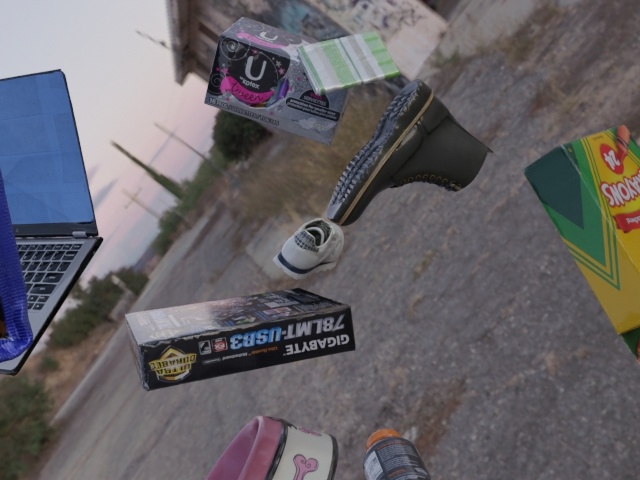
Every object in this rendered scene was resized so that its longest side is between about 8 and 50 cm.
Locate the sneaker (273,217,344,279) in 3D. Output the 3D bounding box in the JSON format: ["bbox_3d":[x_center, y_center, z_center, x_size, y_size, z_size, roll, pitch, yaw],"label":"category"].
[{"bbox_3d":[0.000,0.000,1.581,0.095,0.090,0.235,-60,-9,23],"label":"sneaker"}]

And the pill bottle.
[{"bbox_3d":[0.167,0.510,1.793,0.130,0.130,0.245,-52,24,13],"label":"pill bottle"}]

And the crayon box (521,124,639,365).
[{"bbox_3d":[0.444,-0.002,1.198,0.202,0.318,0.081,-20,-12,-44],"label":"crayon box"}]

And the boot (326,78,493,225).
[{"bbox_3d":[0.111,-0.073,1.002,0.198,0.137,0.077,-54,18,-1],"label":"boot"}]

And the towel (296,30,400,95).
[{"bbox_3d":[0.046,-0.300,1.423,0.152,0.113,0.023,-15,-30,-14],"label":"towel"}]

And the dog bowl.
[{"bbox_3d":[-0.138,0.505,1.547,0.408,0.150,0.408,-56,6,9],"label":"dog bowl"}]

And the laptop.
[{"bbox_3d":[-0.570,-0.030,1.331,0.382,0.236,0.408,-1,49,32],"label":"laptop"}]

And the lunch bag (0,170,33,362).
[{"bbox_3d":[-0.368,-0.097,0.432,0.239,0.328,0.385,-37,-51,-60],"label":"lunch bag"}]

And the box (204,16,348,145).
[{"bbox_3d":[-0.066,-0.300,1.554,0.163,0.247,0.142,-69,-3,-62],"label":"box"}]

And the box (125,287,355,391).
[{"bbox_3d":[-0.132,0.135,1.242,0.293,0.073,0.295,-10,5,-16],"label":"box"}]
